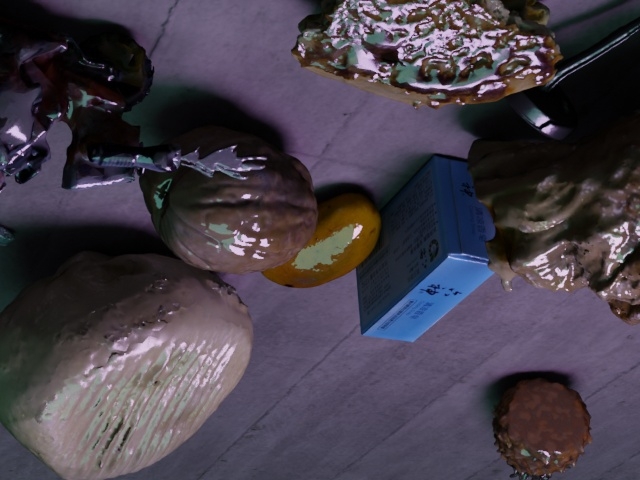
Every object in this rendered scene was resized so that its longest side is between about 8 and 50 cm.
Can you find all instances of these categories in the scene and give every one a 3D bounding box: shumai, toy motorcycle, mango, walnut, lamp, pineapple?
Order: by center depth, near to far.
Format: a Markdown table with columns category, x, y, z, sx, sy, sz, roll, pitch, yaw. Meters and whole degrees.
| category | x | y | z | sx | sy | sz | roll | pitch | yaw |
| --- | --- | --- | --- | --- | --- | --- | --- | --- | --- |
| toy motorcycle | -0.257 | -0.118 | 1.386 | 0.401 | 0.207 | 0.134 | 7 | 178 | -25 |
| lamp | 0.363 | -0.211 | 1.394 | 0.371 | 0.130 | 0.108 | -24 | 126 | 18 |
| shumai | 0.290 | -0.067 | 1.519 | 0.263 | 0.267 | 0.314 | 17 | 160 | 7 |
| walnut | -0.094 | -0.043 | 1.555 | 0.178 | 0.178 | 0.230 | -25 | 162 | 34 |
| mango | 0.000 | 0.002 | 1.739 | 0.178 | 0.090 | 0.115 | -23 | 138 | 18 |
| pineapple | 0.362 | 0.345 | 2.328 | 0.169 | 0.169 | 0.340 | -3 | 157 | -1 |

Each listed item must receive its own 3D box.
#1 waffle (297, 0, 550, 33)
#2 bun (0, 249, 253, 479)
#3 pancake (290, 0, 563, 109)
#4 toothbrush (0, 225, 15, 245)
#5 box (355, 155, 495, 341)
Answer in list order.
| category | x | y | z | sx | sy | sz | roll | pitch | yaw |
| --- | --- | --- | --- | --- | --- | --- | --- | --- | --- |
| waffle | 0.107 | -0.222 | 1.379 | 0.214 | 0.054 | 0.208 | -31 | 138 | 30 |
| bun | -0.268 | 0.155 | 1.812 | 0.362 | 0.234 | 0.326 | -18 | 133 | -29 |
| pancake | 0.100 | -0.227 | 1.304 | 0.266 | 0.057 | 0.244 | -8 | 132 | -3 |
| toothbrush | -0.470 | -0.051 | 1.661 | 0.027 | 0.021 | 0.269 | -30 | 143 | 19 |
| box | 0.128 | 0.015 | 1.712 | 0.083 | 0.142 | 0.232 | 11 | 147 | -24 |
